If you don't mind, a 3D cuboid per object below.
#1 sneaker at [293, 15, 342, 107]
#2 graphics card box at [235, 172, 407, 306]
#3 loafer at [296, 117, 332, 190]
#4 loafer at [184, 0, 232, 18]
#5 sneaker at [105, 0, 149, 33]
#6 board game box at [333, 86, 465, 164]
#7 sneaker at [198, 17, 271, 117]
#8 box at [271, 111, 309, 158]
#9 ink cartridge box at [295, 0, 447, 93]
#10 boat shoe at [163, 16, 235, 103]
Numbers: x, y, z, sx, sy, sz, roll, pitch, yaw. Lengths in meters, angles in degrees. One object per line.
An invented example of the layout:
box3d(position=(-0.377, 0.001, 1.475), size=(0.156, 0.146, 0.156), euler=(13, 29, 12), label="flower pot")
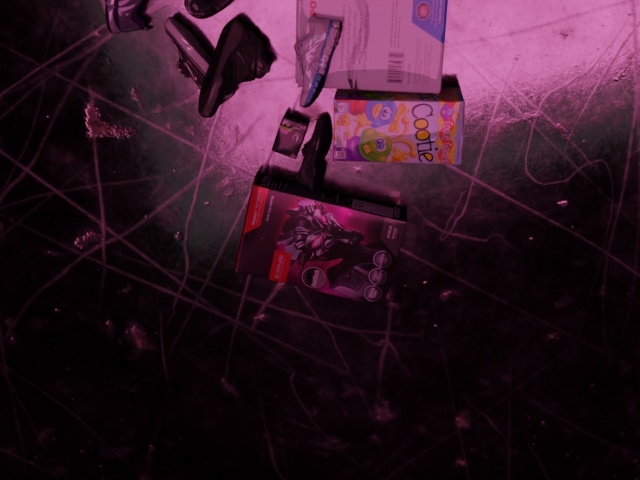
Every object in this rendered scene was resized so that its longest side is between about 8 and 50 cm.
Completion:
box3d(position=(-0.020, -0.369, 1.825), size=(0.083, 0.071, 0.190), euler=(20, 107, 5), label="sneaker")
box3d(position=(0.000, 0.000, 2.093), size=(0.371, 0.094, 0.233), euler=(14, 113, -2), label="graphics card box")
box3d(position=(-0.019, -0.201, 2.031), size=(0.061, 0.062, 0.170), euler=(22, 109, 27), label="loafer")
box3d(position=(-0.184, -0.582, 1.867), size=(0.302, 0.095, 0.109), euler=(-40, 103, 18), label="loafer")
box3d(position=(-0.420, -0.560, 1.921), size=(0.098, 0.083, 0.223), euler=(-5, 119, -14), label="sneaker")
box3d(position=(0.169, -0.255, 1.945), size=(0.275, 0.144, 0.142), euler=(2, 112, 4), label="board game box")
box3d(position=(-0.180, -0.354, 1.925), size=(0.130, 0.087, 0.227), euler=(27, 72, -25), label="sneaker")
box3d(position=(-0.068, -0.238, 2.022), size=(0.062, 0.052, 0.083), euler=(21, 113, -2), label="box")
box3d(position=(0.107, -0.439, 1.882), size=(0.307, 0.129, 0.223), euler=(4, 113, 4), label="ink cartridge box")
box3d(position=(-0.282, -0.389, 1.966), size=(0.070, 0.078, 0.219), euler=(-33, 107, 16), label="boat shoe")
